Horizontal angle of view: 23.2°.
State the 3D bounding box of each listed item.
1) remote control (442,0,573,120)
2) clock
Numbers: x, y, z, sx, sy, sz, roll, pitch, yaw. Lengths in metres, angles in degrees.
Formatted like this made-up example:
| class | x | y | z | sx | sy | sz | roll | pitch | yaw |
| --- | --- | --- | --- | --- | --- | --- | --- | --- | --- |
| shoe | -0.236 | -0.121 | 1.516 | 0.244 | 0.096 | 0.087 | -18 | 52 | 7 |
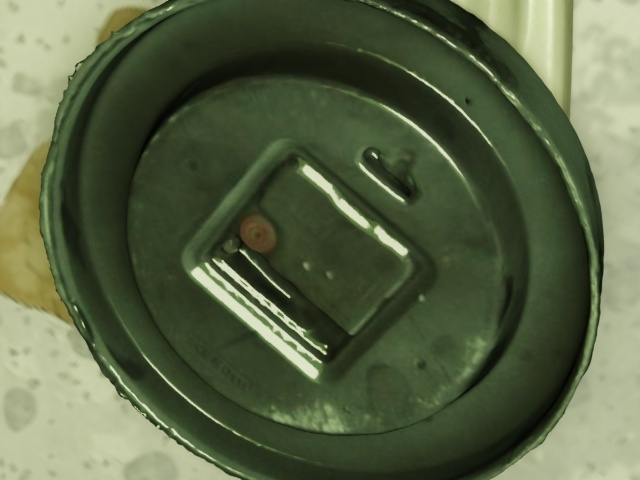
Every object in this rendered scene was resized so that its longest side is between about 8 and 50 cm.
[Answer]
| class | x | y | z | sx | sy | sz | roll | pitch | yaw |
| --- | --- | --- | --- | --- | --- | --- | --- | --- | --- |
| remote control | 0.071 | -0.131 | 0.720 | 0.090 | 0.049 | 0.230 | 3 | 110 | 15 |
| clock | 0.000 | 0.000 | 0.750 | 0.281 | 0.055 | 0.280 | 9 | 119 | 17 |
